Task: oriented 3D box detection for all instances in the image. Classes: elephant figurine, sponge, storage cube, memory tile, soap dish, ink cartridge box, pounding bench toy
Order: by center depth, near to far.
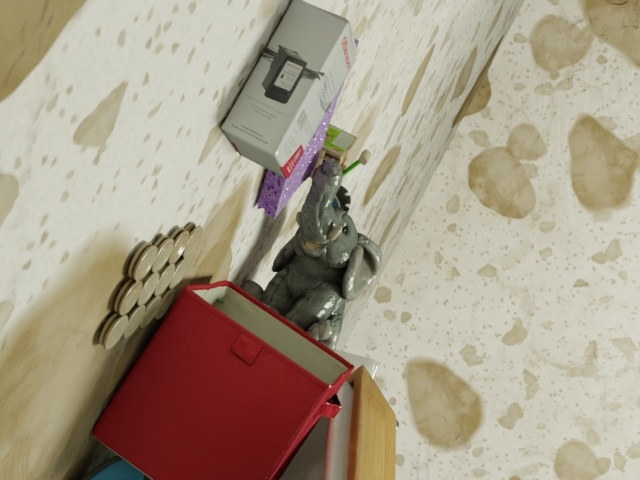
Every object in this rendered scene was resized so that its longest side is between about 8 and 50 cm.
[{"bbox_3d":[-0.163,0.040,0.972,0.113,0.012,0.148,-65,170,16],"label":"memory tile"},{"bbox_3d":[-0.028,-0.150,0.997,0.150,0.063,0.109,-61,171,-6],"label":"ink cartridge box"},{"bbox_3d":[-0.100,0.177,1.114,0.193,0.215,0.183,-56,172,5],"label":"storage cube"},{"bbox_3d":[-0.018,-0.136,1.194,0.117,0.031,0.210,-52,166,-47],"label":"sponge"},{"bbox_3d":[-0.021,0.324,1.247,0.291,0.118,0.229,-46,-159,31],"label":"soap dish"},{"bbox_3d":[0.022,-0.105,1.333,0.052,0.083,0.065,-53,166,-45],"label":"pounding bench toy"},{"bbox_3d":[0.004,0.030,1.353,0.239,0.169,0.186,-64,-164,-5],"label":"elephant figurine"}]

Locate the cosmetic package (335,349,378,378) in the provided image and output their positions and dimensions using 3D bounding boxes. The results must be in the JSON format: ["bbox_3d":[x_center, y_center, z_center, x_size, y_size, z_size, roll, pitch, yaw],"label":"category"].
[{"bbox_3d":[-0.059,0.334,1.498,0.155,0.197,0.365,139,-32,-77],"label":"cosmetic package"}]

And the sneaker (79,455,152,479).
[{"bbox_3d":[-0.284,0.382,1.090,0.341,0.125,0.139,-60,-166,-9],"label":"sneaker"}]

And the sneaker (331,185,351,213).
[{"bbox_3d":[0.000,0.000,1.582,0.190,0.071,0.083,-63,176,7],"label":"sneaker"}]
